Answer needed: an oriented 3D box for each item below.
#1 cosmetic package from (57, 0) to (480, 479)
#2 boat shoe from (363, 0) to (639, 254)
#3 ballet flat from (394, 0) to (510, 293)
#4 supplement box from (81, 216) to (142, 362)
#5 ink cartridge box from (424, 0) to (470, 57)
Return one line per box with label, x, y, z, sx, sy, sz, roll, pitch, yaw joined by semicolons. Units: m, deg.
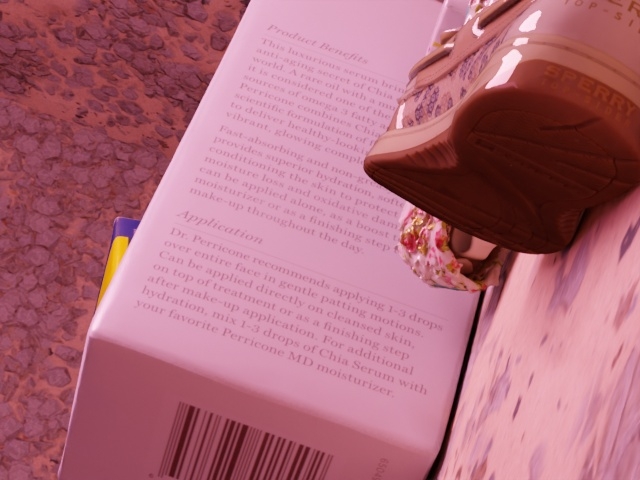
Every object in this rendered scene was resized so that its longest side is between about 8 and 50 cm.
cosmetic package;0.000;0.000;1.219;0.453;0.230;0.161;-69;-2;-46
boat shoe;0.096;-0.059;0.790;0.089;0.105;0.285;-65;9;-12
ballet flat;0.117;-0.074;1.023;0.077;0.091;0.241;43;122;57
supplement box;-0.093;0.182;1.337;0.356;0.194;0.195;-93;16;-44
ink cartridge box;0.130;-0.156;1.183;0.143;0.090;0.092;107;-177;-72
